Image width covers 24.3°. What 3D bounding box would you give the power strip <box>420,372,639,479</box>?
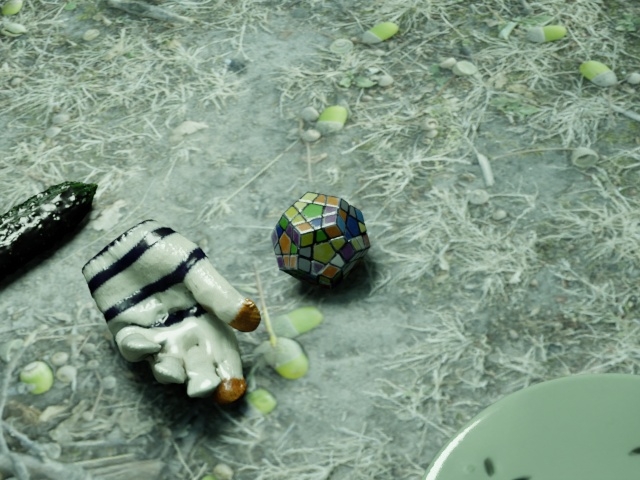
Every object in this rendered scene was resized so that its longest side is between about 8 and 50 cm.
[{"bbox_3d":[0.233,0.289,1.265,0.357,0.161,0.357,-7,45,7],"label":"power strip"}]

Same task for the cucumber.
[{"bbox_3d":[-0.379,0.010,1.738,0.300,0.072,0.072,-36,49,-22],"label":"cucumber"}]

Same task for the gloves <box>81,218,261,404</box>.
[{"bbox_3d":[-0.155,0.089,1.593,0.140,0.131,0.219,-31,78,-21],"label":"gloves"}]

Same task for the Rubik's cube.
[{"bbox_3d":[0.000,0.000,1.652,0.093,0.111,0.111,43,62,9],"label":"Rubik's cube"}]
